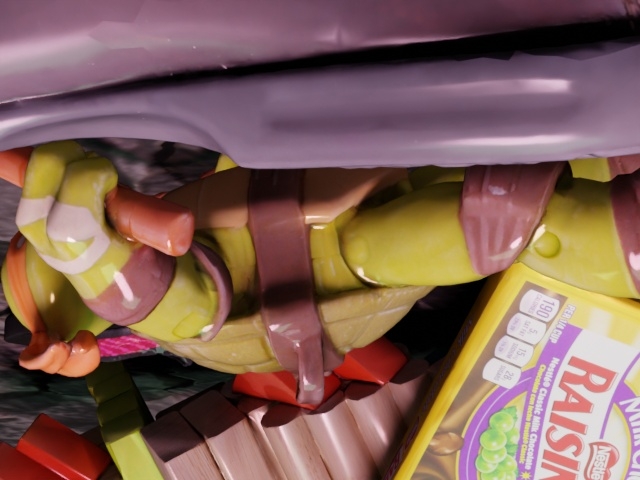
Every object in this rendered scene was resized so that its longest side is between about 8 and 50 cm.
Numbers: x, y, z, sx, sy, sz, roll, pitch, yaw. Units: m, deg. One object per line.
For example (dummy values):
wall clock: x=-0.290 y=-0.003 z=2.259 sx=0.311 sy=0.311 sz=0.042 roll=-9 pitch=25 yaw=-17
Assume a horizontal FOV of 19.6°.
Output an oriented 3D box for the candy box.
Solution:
candy box: x=0.086 y=0.096 z=0.765 sx=0.105 sy=0.027 sz=0.206 roll=19 pitch=123 yaw=-8

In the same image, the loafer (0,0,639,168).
loafer: x=-0.061 y=-0.067 z=0.394 sx=0.303 sy=0.095 sz=0.109 roll=0 pitch=-166 yaw=14

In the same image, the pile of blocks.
pile of blocks: x=-0.022 y=0.081 z=0.879 sx=0.362 sy=0.149 sz=0.112 roll=-15 pitch=117 yaw=18

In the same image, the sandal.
sandal: x=-0.078 y=0.038 z=0.791 sx=0.067 sy=0.040 sz=0.179 roll=11 pitch=160 yaw=-33

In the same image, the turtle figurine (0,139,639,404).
turtle figurine: x=0.000 y=0.000 z=0.494 sx=0.217 sy=0.087 sz=0.269 roll=-10 pitch=-179 yaw=10
